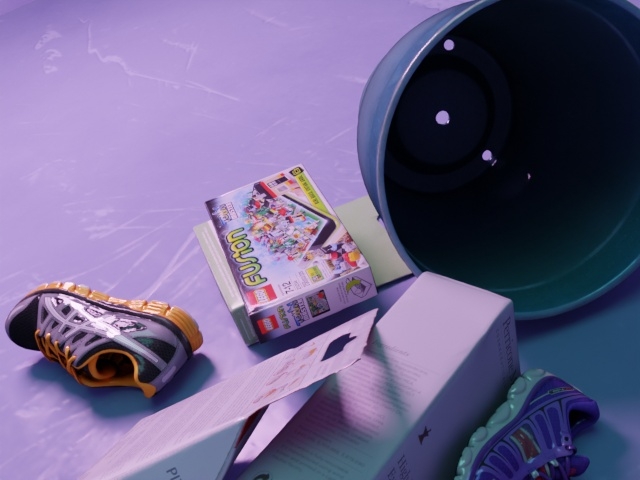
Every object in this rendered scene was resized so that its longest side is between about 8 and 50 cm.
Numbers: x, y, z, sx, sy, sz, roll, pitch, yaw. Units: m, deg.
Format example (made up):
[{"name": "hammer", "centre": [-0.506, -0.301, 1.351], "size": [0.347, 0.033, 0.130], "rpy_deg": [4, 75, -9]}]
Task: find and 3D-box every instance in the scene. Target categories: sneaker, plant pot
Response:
[{"name": "sneaker", "centre": [0.142, 0.155, 0.548], "size": [0.071, 0.068, 0.170], "rpy_deg": [20, 47, 33]}, {"name": "sneaker", "centre": [-0.223, 0.098, 0.764], "size": [0.215, 0.084, 0.083], "rpy_deg": [2, 43, 23]}, {"name": "plant pot", "centre": [0.152, -0.097, 0.748], "size": [0.271, 0.272, 0.255], "rpy_deg": [-20, 19, -5]}]

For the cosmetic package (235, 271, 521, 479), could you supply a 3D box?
[{"name": "cosmetic package", "centre": [0.053, 0.140, 0.560], "size": [0.085, 0.117, 0.231], "rpy_deg": [18, 48, 38]}]

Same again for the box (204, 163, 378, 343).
[{"name": "box", "centre": [-0.035, 0.004, 0.760], "size": [0.114, 0.036, 0.207], "rpy_deg": [-22, 36, -7]}]

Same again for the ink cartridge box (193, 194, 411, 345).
[{"name": "ink cartridge box", "centre": [0.000, 0.000, 0.833], "size": [0.235, 0.056, 0.171], "rpy_deg": [-24, 35, -8]}]

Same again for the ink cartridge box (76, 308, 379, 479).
[{"name": "ink cartridge box", "centre": [-0.055, 0.131, 0.561], "size": [0.224, 0.056, 0.181], "rpy_deg": [-25, 2, 9]}]
